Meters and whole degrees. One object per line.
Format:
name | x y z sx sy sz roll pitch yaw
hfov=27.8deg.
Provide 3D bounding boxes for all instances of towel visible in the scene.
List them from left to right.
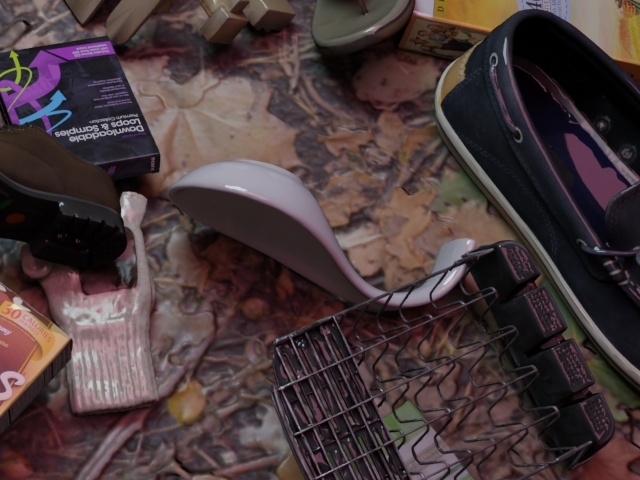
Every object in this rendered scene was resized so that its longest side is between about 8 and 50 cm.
towel | 0.078 0.219 1.072 0.113 0.023 0.152 -27 69 -28

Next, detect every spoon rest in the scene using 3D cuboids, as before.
spoon rest | 0.000 0.000 1.122 0.276 0.137 0.084 17 75 -19

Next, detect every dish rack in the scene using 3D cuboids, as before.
dish rack | 0.096 0.126 1.059 0.271 0.074 0.208 -22 78 -21

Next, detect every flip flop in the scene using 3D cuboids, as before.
flip flop | 0.038 -0.290 1.283 0.112 0.080 0.277 -12 50 29

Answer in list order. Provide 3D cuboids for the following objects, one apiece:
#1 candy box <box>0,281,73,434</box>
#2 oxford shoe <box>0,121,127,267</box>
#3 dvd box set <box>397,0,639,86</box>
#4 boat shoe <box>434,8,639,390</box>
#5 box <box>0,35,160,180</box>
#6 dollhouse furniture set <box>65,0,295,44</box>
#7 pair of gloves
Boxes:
candy box | -0.289 0.115 0.975 0.109 0.053 0.187 37 64 6
oxford shoe | -0.261 -0.054 1.028 0.227 0.083 0.096 24 43 -38
dvd box set | 0.297 -0.298 1.392 0.420 0.062 0.308 11 59 -8
boat shoe | 0.302 -0.013 1.181 0.186 0.156 0.500 -32 74 -29
box | -0.222 -0.114 1.157 0.116 0.029 0.162 -13 55 -21
dollhouse furniture set | -0.141 -0.236 1.265 0.144 0.123 0.151 55 28 17
pair of gloves | -0.255 0.047 1.069 0.240 0.042 0.204 1 61 -13
